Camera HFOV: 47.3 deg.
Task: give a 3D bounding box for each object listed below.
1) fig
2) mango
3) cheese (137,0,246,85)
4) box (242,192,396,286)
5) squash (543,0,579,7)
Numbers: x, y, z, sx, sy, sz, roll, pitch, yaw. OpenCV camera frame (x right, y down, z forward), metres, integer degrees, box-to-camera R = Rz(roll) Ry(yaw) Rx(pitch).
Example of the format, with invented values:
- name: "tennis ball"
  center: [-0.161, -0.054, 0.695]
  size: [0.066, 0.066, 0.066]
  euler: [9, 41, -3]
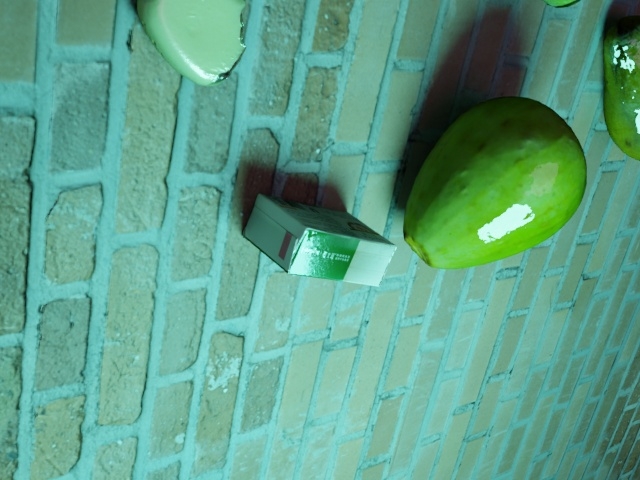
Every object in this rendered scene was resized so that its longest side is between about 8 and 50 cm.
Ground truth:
- name: "fig"
  center: [0.279, -0.087, 1.233]
  size: [0.326, 0.258, 0.258]
  euler: [-38, 136, 11]
- name: "mango"
  center: [0.653, -0.303, 1.470]
  size: [0.329, 0.176, 0.176]
  euler: [63, 39, -21]
- name: "cheese"
  center: [-0.187, -0.293, 0.868]
  size: [0.255, 0.050, 0.127]
  euler: [33, 92, -45]
- name: "box"
  center: [0.000, 0.000, 1.130]
  size: [0.199, 0.135, 0.081]
  euler: [8, 110, -40]
- name: "squash"
  center: [0.362, -0.461, 1.142]
  size: [0.123, 0.170, 0.170]
  euler: [7, 110, -28]
